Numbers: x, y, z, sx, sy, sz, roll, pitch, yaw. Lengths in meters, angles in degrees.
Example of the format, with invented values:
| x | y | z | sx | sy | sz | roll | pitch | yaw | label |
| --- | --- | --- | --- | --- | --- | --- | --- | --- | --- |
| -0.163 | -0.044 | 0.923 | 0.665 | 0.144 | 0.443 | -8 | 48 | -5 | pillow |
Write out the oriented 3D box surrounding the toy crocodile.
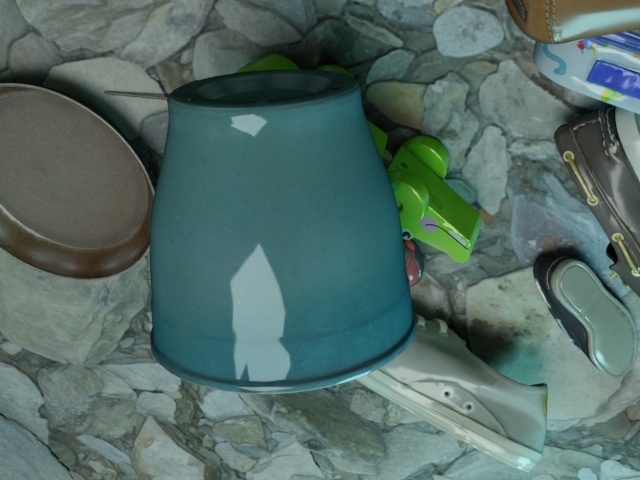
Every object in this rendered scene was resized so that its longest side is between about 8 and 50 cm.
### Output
| x | y | z | sx | sy | sz | roll | pitch | yaw | label |
| --- | --- | --- | --- | --- | --- | --- | --- | --- | --- |
| 0.043 | -0.093 | 1.062 | 0.340 | 0.115 | 0.105 | 37 | 131 | -9 | toy crocodile |

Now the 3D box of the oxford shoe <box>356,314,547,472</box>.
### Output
| x | y | z | sx | sy | sz | roll | pitch | yaw | label |
| --- | --- | --- | --- | --- | --- | --- | --- | --- | --- |
| 0.104 | 0.150 | 1.236 | 0.449 | 0.130 | 0.169 | 27 | 175 | 6 | oxford shoe |

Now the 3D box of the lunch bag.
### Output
| x | y | z | sx | sy | sz | roll | pitch | yaw | label |
| --- | --- | --- | --- | --- | --- | --- | --- | --- | --- |
| 0.314 | -0.180 | 0.865 | 0.219 | 0.176 | 0.090 | 20 | 131 | 2 | lunch bag |

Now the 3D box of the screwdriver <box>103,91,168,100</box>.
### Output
| x | y | z | sx | sy | sz | roll | pitch | yaw | label |
| --- | --- | --- | --- | --- | --- | --- | --- | --- | --- |
| -0.188 | -0.175 | 1.138 | 0.170 | 0.025 | 0.024 | 11 | 131 | 21 | screwdriver |

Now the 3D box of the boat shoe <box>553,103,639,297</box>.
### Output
| x | y | z | sx | sy | sz | roll | pitch | yaw | label |
| --- | --- | --- | --- | --- | --- | --- | --- | --- | --- |
| 0.361 | -0.004 | 1.034 | 0.096 | 0.116 | 0.324 | -16 | 117 | 33 | boat shoe |

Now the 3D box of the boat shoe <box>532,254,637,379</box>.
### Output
| x | y | z | sx | sy | sz | roll | pitch | yaw | label |
| --- | --- | --- | --- | --- | --- | --- | --- | --- | --- |
| 0.332 | 0.093 | 1.166 | 0.206 | 0.075 | 0.065 | 51 | 168 | -29 | boat shoe |

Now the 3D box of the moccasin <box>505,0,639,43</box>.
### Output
| x | y | z | sx | sy | sz | roll | pitch | yaw | label |
| --- | --- | --- | --- | --- | --- | --- | --- | --- | --- |
| 0.333 | -0.266 | 0.747 | 0.380 | 0.139 | 0.147 | -7 | 150 | -5 | moccasin |

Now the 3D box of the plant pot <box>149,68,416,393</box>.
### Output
| x | y | z | sx | sy | sz | roll | pitch | yaw | label |
| --- | --- | --- | --- | --- | --- | --- | --- | --- | --- |
| -0.043 | -0.029 | 0.912 | 0.271 | 0.271 | 0.255 | 3 | 111 | 15 | plant pot |

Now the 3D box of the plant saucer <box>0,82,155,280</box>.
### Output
| x | y | z | sx | sy | sz | roll | pitch | yaw | label |
| --- | --- | --- | --- | --- | --- | --- | --- | --- | --- |
| -0.355 | -0.080 | 1.240 | 0.310 | 0.050 | 0.311 | 8 | 130 | 10 | plant saucer |

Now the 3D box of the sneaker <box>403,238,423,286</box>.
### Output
| x | y | z | sx | sy | sz | roll | pitch | yaw | label |
| --- | --- | --- | --- | --- | --- | --- | --- | --- | --- |
| 0.000 | 0.000 | 1.136 | 0.276 | 0.135 | 0.097 | 30 | 128 | -8 | sneaker |
